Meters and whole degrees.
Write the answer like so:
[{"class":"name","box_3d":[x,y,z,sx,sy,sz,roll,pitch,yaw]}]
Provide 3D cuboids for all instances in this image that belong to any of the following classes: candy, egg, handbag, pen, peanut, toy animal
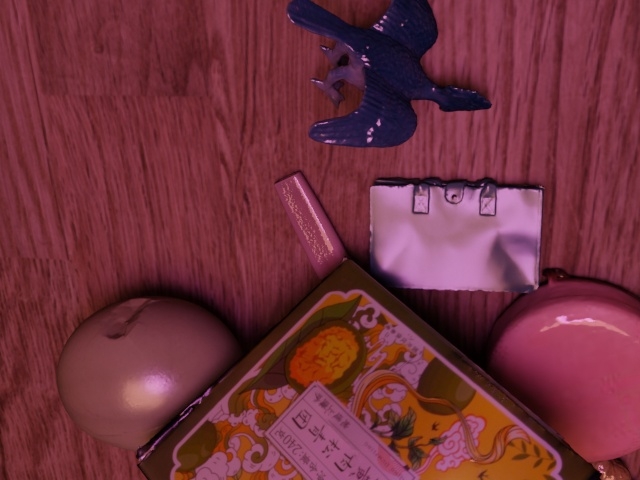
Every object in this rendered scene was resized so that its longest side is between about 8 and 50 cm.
[{"class":"candy","box_3d":[0.336,0.166,1.017,0.255,0.094,0.255,5,114,12]},{"class":"egg","box_3d":[-0.237,0.186,1.090,0.269,0.219,0.219,-11,110,15]},{"class":"handbag","box_3d":[0.173,-0.009,1.008,0.221,0.057,0.144,2,106,13]},{"class":"pen","box_3d":[0.000,0.000,1.061,0.053,0.032,0.197,-22,103,20]},{"class":"peanut","box_3d":[0.418,0.344,1.097,0.054,0.054,0.113,-37,102,24]},{"class":"toy animal","box_3d":[0.077,-0.208,0.895,0.176,0.255,0.239,0,73,38]}]

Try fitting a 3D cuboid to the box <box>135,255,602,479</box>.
[{"class":"box","box_3d":[0.046,0.281,0.909,0.373,0.138,0.420,-43,57,-10]}]
